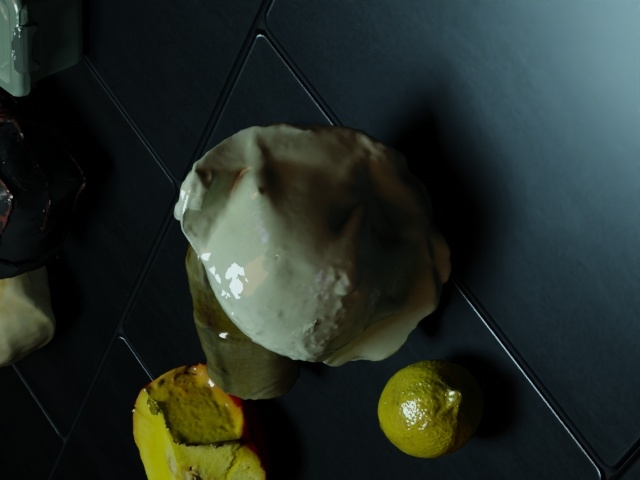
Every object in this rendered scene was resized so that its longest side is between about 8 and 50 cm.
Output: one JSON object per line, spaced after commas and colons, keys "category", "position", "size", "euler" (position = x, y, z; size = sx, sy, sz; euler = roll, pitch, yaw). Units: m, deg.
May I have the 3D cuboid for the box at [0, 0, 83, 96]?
{"category": "box", "position": [-0.305, -0.233, 1.959], "size": [0.172, 0.093, 0.124], "euler": [37, 136, 37]}

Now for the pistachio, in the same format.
{"category": "pistachio", "position": [-0.368, 0.074, 2.189], "size": [0.157, 0.157, 0.229], "euler": [62, 158, 6]}

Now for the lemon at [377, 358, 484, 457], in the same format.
{"category": "lemon", "position": [0.094, 0.139, 1.650], "size": [0.110, 0.082, 0.082], "euler": [-27, 87, 56]}

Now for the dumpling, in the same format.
{"category": "dumpling", "position": [0.000, 0.000, 1.602], "size": [0.193, 0.258, 0.147], "euler": [-45, 29, 15]}

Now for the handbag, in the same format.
{"category": "handbag", "position": [-0.341, -0.084, 2.037], "size": [0.215, 0.155, 0.169], "euler": [53, 142, 20]}

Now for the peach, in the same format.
{"category": "peach", "position": [-0.116, 0.198, 1.935], "size": [0.151, 0.118, 0.151], "euler": [6, 125, 9]}

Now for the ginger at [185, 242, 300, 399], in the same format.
{"category": "ginger", "position": [-0.062, 0.029, 1.775], "size": [0.109, 0.116, 0.263], "euler": [-103, 12, -48]}
